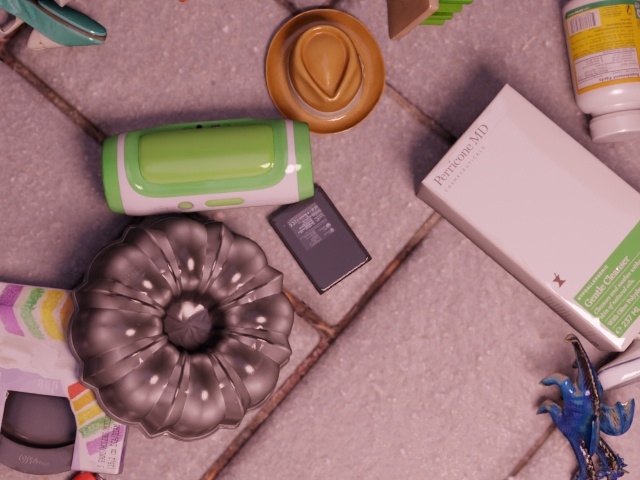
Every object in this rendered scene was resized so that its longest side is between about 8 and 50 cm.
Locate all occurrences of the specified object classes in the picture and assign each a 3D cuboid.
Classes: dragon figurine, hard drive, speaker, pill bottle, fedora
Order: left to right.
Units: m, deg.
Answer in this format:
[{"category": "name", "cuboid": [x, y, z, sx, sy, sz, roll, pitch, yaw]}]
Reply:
[{"category": "speaker", "cuboid": [-0.161, -0.106, 1.856, 0.297, 0.131, 0.131, -5, 83, -1]}, {"category": "hard drive", "cuboid": [0.000, 0.000, 1.894, 0.094, 0.022, 0.135, -35, 84, -4]}, {"category": "fedora", "cuboid": [0.008, -0.256, 1.896, 0.194, 0.079, 0.194, 0, 84, 0]}, {"category": "dragon figurine", "cuboid": [0.379, 0.240, 1.779, 0.085, 0.289, 0.144, -27, 54, -23]}, {"category": "pill bottle", "cuboid": [0.426, -0.253, 1.877, 0.118, 0.117, 0.208, -7, 83, -1]}]

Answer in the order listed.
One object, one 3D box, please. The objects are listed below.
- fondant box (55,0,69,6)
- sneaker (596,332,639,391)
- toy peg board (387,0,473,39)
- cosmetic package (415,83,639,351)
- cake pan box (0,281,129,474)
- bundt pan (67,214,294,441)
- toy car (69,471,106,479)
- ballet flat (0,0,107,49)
[{"category": "fondant box", "cuboid": [-0.276, -0.505, 1.814, 0.096, 0.238, 0.330, 45, 74, 2]}, {"category": "sneaker", "cuboid": [0.500, 0.132, 1.855, 0.258, 0.094, 0.091, -27, 74, -12]}, {"category": "toy peg board", "cuboid": [0.160, -0.393, 1.882, 0.079, 0.161, 0.160, -1, 82, -18]}, {"category": "cosmetic package", "cuboid": [0.336, -0.028, 1.833, 0.365, 0.155, 0.197, 39, 87, 3]}, {"category": "cake pan box", "cuboid": [-0.389, 0.201, 1.837, 0.246, 0.070, 0.266, 9, 79, 0]}, {"category": "bundt pan", "cuboid": [-0.182, 0.117, 1.787, 0.331, 0.124, 0.330, 2, 81, -17]}, {"category": "toy car", "cuboid": [-0.239, 0.426, 1.828, 0.225, 0.053, 0.239, -14, 84, -2]}, {"category": "ballet flat", "cuboid": [-0.434, -0.336, 1.914, 0.247, 0.083, 0.087, 32, 108, 4]}]
